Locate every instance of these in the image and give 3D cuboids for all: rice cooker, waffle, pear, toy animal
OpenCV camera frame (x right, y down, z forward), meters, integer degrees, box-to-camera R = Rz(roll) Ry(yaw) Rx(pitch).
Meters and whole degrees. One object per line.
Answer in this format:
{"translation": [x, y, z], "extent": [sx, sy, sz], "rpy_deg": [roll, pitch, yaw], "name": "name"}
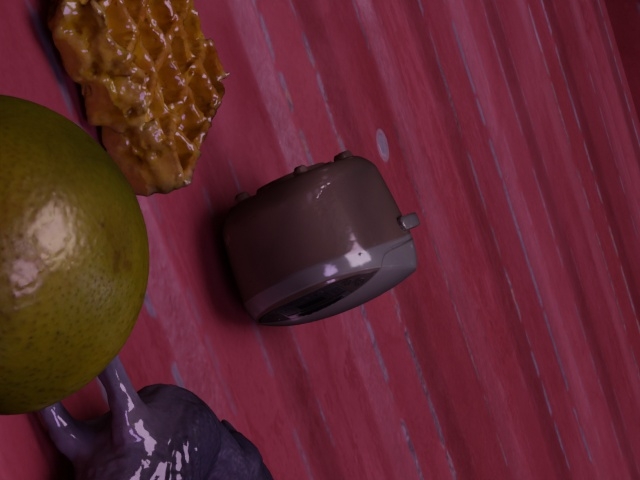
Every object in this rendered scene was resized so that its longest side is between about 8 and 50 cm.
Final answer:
{"translation": [0.000, 0.000, 1.528], "extent": [0.127, 0.145, 0.206], "rpy_deg": [66, 19, -3], "name": "rice cooker"}
{"translation": [-0.144, -0.157, 1.362], "extent": [0.160, 0.055, 0.211], "rpy_deg": [-77, 148, -50], "name": "waffle"}
{"translation": [-0.189, 0.030, 1.031], "extent": [0.180, 0.166, 0.216], "rpy_deg": [59, 47, -68], "name": "pear"}
{"translation": [-0.131, 0.138, 1.194], "extent": [0.367, 0.081, 0.206], "rpy_deg": [-32, 105, -62], "name": "toy animal"}
